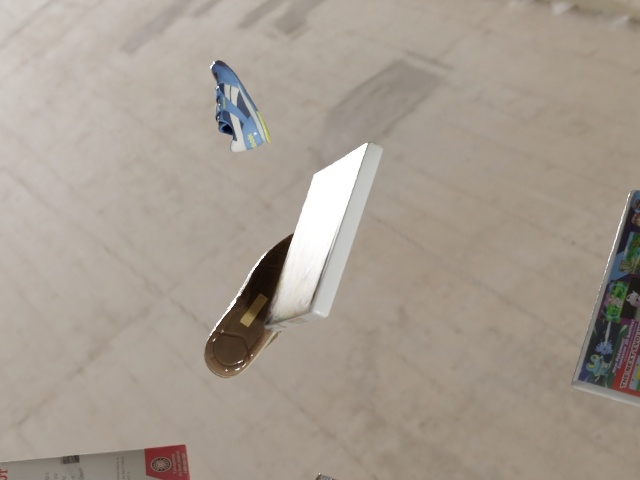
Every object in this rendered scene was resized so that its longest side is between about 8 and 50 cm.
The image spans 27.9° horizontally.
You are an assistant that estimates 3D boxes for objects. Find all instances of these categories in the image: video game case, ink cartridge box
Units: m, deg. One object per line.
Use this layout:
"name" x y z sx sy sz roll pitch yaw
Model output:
"video game case" 0.000 0.000 1.637 0.206 0.026 0.227 -25 -135 69
"video game case" 0.333 0.060 1.175 0.183 0.023 0.201 13 -97 48
"ink cartridge box" -0.233 0.286 1.258 0.218 0.092 0.158 -2 -154 -9

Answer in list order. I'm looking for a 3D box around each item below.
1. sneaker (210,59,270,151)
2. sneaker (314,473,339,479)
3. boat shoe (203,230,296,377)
"sneaker" -0.120 -0.179 1.722 0.059 0.053 0.144 -30 -115 2
"sneaker" 0.016 0.228 1.003 0.067 0.042 0.118 13 -152 10
"boat shoe" -0.072 0.084 1.799 0.257 0.095 0.095 -45 174 -15
